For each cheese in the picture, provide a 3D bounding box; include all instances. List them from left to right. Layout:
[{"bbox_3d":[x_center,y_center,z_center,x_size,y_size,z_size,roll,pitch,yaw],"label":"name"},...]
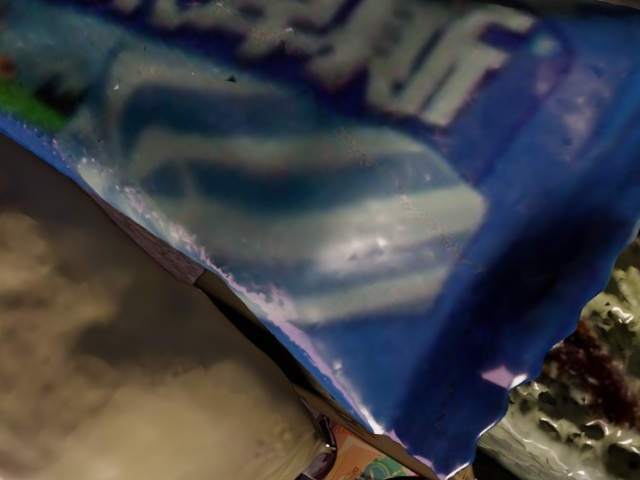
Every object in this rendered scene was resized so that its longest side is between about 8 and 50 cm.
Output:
[{"bbox_3d":[-0.126,0.047,0.632,0.326,0.115,0.318,34,168,48],"label":"cheese"}]

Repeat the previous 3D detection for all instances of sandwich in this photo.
[{"bbox_3d":[0.093,0.056,0.708,0.325,0.131,0.262,36,170,5],"label":"sandwich"}]

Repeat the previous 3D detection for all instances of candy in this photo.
[{"bbox_3d":[-0.038,-0.080,0.451,0.331,0.187,0.077,38,-165,9],"label":"candy"}]

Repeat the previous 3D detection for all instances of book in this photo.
[{"bbox_3d":[0.015,0.078,0.654,0.138,0.016,0.198,31,169,17],"label":"book"}]

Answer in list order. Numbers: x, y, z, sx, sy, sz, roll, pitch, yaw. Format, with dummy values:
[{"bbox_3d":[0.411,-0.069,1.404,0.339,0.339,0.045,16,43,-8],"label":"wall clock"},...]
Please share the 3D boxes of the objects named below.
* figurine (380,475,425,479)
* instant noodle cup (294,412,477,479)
[{"bbox_3d":[0.003,0.193,0.774,0.265,0.140,0.193,18,179,4],"label":"figurine"},{"bbox_3d":[0.085,0.224,1.293,0.302,0.181,0.258,41,167,-23],"label":"instant noodle cup"}]
